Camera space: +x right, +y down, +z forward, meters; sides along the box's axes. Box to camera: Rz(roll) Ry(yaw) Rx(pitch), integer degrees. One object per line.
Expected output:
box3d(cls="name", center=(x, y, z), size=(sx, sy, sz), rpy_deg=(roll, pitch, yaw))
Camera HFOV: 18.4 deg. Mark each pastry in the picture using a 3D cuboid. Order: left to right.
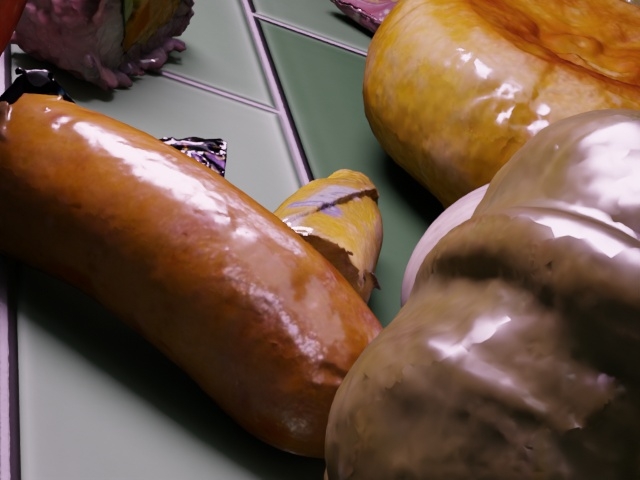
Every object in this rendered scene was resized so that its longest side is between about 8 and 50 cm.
box3d(cls="pastry", center=(0.190, -0.072, 1.461), size=(0.356, 0.164, 0.356), rpy_deg=(20, 27, -11))

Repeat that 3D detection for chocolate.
box3d(cls="chocolate", center=(-0.130, -0.055, 1.193), size=(0.147, 0.072, 0.070), rpy_deg=(23, 17, -19))
box3d(cls="chocolate", center=(0.000, 0.000, 1.201), size=(0.086, 0.085, 0.219), rpy_deg=(25, 17, 0))

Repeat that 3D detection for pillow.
box3d(cls="pillow", center=(0.103, -0.180, 1.775), size=(0.185, 0.043, 0.118), rpy_deg=(33, 29, 29))

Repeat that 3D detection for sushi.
box3d(cls="sushi", center=(-0.140, -0.209, 1.410), size=(0.107, 0.161, 0.241), rpy_deg=(27, 22, 10))

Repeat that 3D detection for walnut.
box3d(cls="walnut", center=(0.154, 0.090, 0.867), size=(0.277, 0.282, 0.253), rpy_deg=(34, 3, 18))

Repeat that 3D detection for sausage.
box3d(cls="sausage", center=(-0.071, 0.016, 1.044), size=(0.270, 0.109, 0.109), rpy_deg=(35, 23, 18))

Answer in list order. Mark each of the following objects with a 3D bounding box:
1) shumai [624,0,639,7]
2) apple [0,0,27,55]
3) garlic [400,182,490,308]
box3d(cls="shumai", center=(0.298, -0.226, 1.897), size=(0.260, 0.225, 0.222), rpy_deg=(50, 10, 18))
box3d(cls="apple", center=(-0.314, -0.190, 1.024), size=(0.348, 0.277, 0.348), rpy_deg=(22, 18, -7))
box3d(cls="garlic", center=(0.177, 0.027, 1.091), size=(0.245, 0.253, 0.245), rpy_deg=(19, 31, -12))
